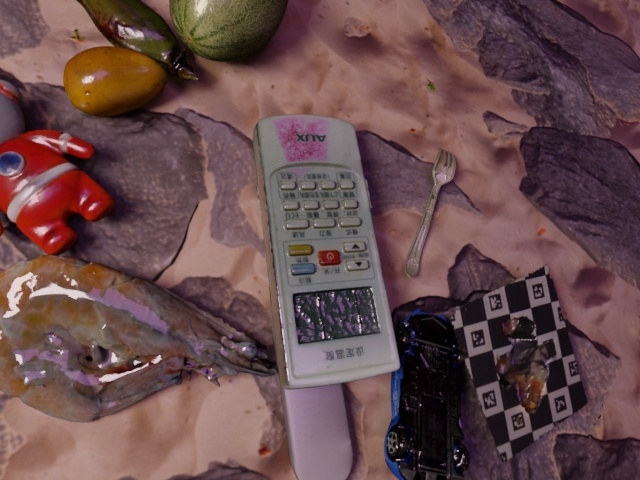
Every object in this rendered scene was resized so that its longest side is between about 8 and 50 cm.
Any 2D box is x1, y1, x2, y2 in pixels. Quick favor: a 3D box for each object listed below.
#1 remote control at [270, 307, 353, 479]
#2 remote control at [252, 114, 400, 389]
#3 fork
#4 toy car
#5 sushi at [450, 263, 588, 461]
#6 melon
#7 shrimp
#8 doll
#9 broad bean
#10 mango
[{"bbox_3d":[-0.011,0.173,0.511,0.077,0.022,0.245,-6,78,-20],"label":"remote control"},{"bbox_3d":[0.000,0.000,0.525,0.145,0.050,0.345,-4,73,-19],"label":"remote control"},{"bbox_3d":[0.160,-0.048,0.609,0.034,0.028,0.220,26,71,-13],"label":"fork"},{"bbox_3d":[0.128,0.193,0.524,0.103,0.063,0.216,19,57,-16],"label":"toy car"},{"bbox_3d":[0.270,0.163,0.581,0.192,0.040,0.210,-19,91,-22],"label":"sushi"},{"bbox_3d":[-0.111,-0.318,0.538,0.139,0.139,0.192,34,69,-6],"label":"melon"},{"bbox_3d":[-0.204,0.124,0.450,0.316,0.062,0.165,21,90,-14],"label":"shrimp"},{"bbox_3d":[-0.345,-0.096,0.452,0.245,0.076,0.142,46,72,-6],"label":"doll"},{"bbox_3d":[-0.277,-0.318,0.530,0.077,0.061,0.339,-41,91,-28],"label":"broad bean"},{"bbox_3d":[-0.243,-0.189,0.499,0.114,0.080,0.061,-27,71,-14],"label":"mango"}]
